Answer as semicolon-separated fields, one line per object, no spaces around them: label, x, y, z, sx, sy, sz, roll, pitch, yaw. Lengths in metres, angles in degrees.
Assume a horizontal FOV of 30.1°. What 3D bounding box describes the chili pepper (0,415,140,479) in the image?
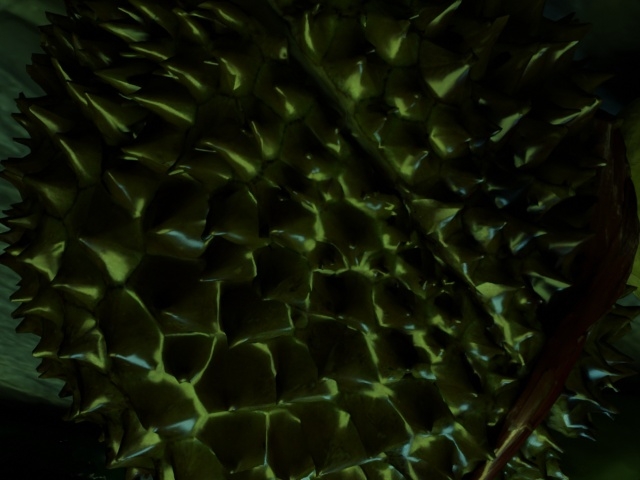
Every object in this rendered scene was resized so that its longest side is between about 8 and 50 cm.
chili pepper;-0.298;0.280;1.115;0.257;0.233;0.248;-1;159;-5

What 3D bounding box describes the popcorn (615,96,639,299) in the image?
popcorn;0.264;-0.021;0.688;0.190;0.191;0.253;13;156;50

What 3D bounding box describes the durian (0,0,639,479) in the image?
durian;0.004;-0.002;0.646;0.348;0.347;0.384;-24;100;32

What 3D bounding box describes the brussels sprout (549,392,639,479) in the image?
brussels sprout;0.200;0.264;1.010;0.328;0.247;0.328;0;132;-1
